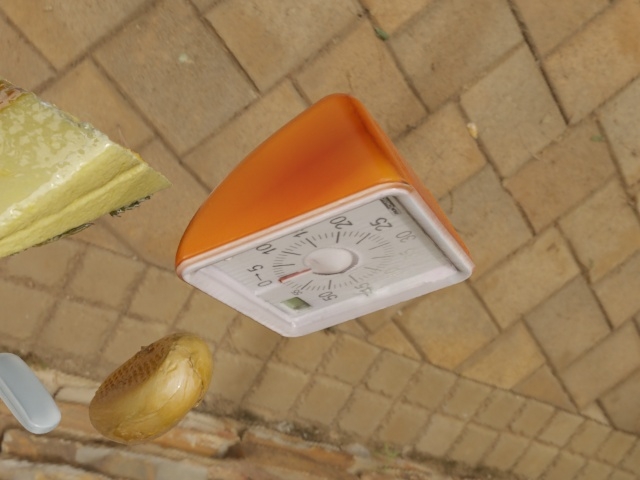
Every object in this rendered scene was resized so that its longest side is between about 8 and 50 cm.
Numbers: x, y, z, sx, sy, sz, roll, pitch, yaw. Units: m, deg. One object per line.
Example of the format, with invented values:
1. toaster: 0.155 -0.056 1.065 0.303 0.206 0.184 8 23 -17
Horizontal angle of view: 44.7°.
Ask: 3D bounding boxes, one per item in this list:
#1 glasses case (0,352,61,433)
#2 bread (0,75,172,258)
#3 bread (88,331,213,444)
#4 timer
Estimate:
1. glasses case: -0.533 0.272 1.393 0.045 0.178 0.067 -55 158 24
2. bread: -0.490 -0.080 1.068 0.405 0.346 0.242 -46 166 -9
3. bread: -0.167 0.155 0.789 0.077 0.114 0.189 35 141 -20
4. timer: 0.000 0.000 0.849 0.250 0.161 0.257 -34 147 11
